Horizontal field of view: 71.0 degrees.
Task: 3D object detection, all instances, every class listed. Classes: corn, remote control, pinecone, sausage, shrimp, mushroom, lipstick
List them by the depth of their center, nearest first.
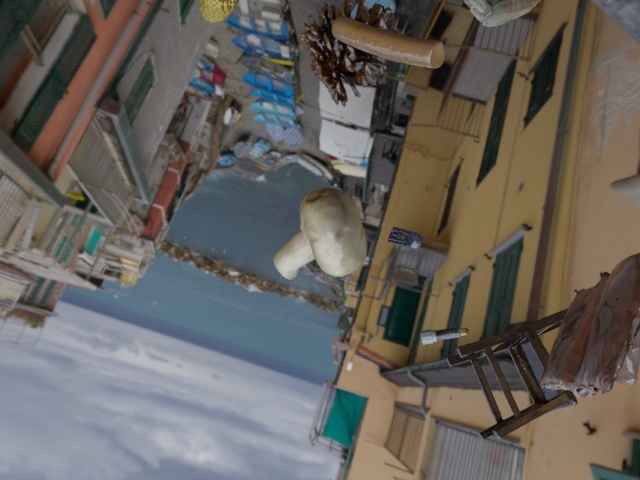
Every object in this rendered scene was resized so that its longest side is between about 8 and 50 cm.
[{"bbox_3d":[0.417,-0.636,1.034,0.360,0.247,0.085,6,-144,-35],"label":"shrimp"},{"bbox_3d":[0.145,-0.459,1.038,0.301,0.066,0.066,34,173,33],"label":"sausage"},{"bbox_3d":[0.206,-0.005,1.100,0.027,0.043,0.152,15,-176,-16],"label":"remote control"},{"bbox_3d":[0.308,0.233,1.113,0.116,0.037,0.037,-12,154,14],"label":"lipstick"},{"bbox_3d":[-0.281,-0.667,1.241,0.101,0.101,0.310,25,-170,-21],"label":"corn"},{"bbox_3d":[0.036,-0.002,1.532,0.315,0.315,0.356,17,120,3],"label":"mushroom"},{"bbox_3d":[0.127,-0.712,1.663,0.384,0.384,0.384,16,163,5],"label":"pinecone"}]

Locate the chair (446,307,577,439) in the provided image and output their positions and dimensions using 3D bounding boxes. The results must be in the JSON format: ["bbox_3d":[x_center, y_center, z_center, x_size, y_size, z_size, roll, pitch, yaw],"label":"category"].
[{"bbox_3d":[0.599,0.352,1.225,0.416,0.240,0.203,-18,153,-3],"label":"chair"}]

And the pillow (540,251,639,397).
[{"bbox_3d":[0.286,0.096,0.463,0.049,0.135,0.248,20,168,18],"label":"pillow"}]
